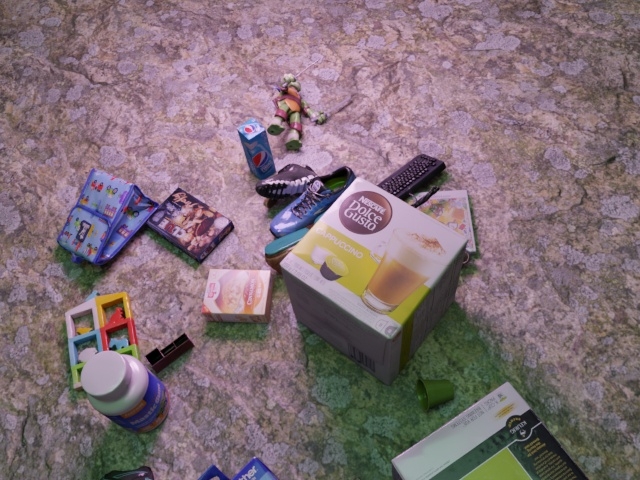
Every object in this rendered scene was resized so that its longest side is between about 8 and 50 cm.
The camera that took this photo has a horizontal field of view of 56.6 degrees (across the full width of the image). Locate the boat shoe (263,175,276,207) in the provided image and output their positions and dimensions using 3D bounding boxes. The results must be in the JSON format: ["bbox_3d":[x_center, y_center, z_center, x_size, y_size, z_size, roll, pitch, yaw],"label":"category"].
[{"bbox_3d":[-0.159,-0.159,1.932,0.045,0.050,0.135,12,51,18],"label":"boat shoe"}]

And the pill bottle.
[{"bbox_3d":[-0.494,0.382,1.507,0.152,0.272,0.153,-3,59,5],"label":"pill bottle"}]

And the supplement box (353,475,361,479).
[{"bbox_3d":[0.100,0.617,1.422,0.055,0.043,0.083,-41,63,-17],"label":"supplement box"}]

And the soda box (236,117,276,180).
[{"bbox_3d":[-0.204,-0.291,1.920,0.067,0.210,0.071,-37,61,-15],"label":"soda box"}]

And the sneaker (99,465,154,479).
[{"bbox_3d":[-0.535,0.642,1.474,0.267,0.101,0.106,-15,36,-1],"label":"sneaker"}]

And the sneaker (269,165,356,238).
[{"bbox_3d":[-0.026,-0.126,1.835,0.330,0.147,0.130,-38,61,-15],"label":"sneaker"}]

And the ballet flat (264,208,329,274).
[{"bbox_3d":[0.000,0.000,1.767,0.342,0.124,0.116,-30,31,-4],"label":"ballet flat"}]

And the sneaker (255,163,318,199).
[{"bbox_3d":[-0.110,-0.194,1.898,0.234,0.078,0.106,-11,54,-28],"label":"sneaker"}]

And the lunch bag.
[{"bbox_3d":[-0.696,-0.053,1.888,0.220,0.138,0.293,20,73,32],"label":"lunch bag"}]

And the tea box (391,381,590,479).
[{"bbox_3d":[0.381,0.559,1.320,0.328,0.220,0.324,-29,59,-11],"label":"tea box"}]

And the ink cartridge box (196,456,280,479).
[{"bbox_3d":[-0.146,0.694,1.348,0.395,0.151,0.270,38,70,27],"label":"ink cartridge box"}]

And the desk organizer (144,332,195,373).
[{"bbox_3d":[-0.425,0.311,1.672,0.130,0.050,0.047,-37,61,-15],"label":"desk organizer"}]

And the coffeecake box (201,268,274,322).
[{"bbox_3d":[-0.238,0.161,1.731,0.185,0.068,0.143,0,60,8],"label":"coffeecake box"}]

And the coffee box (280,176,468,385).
[{"bbox_3d":[0.142,0.108,1.556,0.337,0.338,0.334,33,67,23],"label":"coffee box"}]

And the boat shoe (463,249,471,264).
[{"bbox_3d":[0.343,0.050,1.713,0.183,0.066,0.066,-1,95,5],"label":"boat shoe"}]

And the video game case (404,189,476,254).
[{"bbox_3d":[0.356,-0.053,1.813,0.206,0.026,0.227,-3,59,5],"label":"video game case"}]

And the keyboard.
[{"bbox_3d":[0.265,-0.158,1.856,0.317,0.033,0.201,-38,45,-15],"label":"keyboard"}]

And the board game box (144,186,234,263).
[{"bbox_3d":[-0.420,-0.052,1.899,0.243,0.042,0.165,30,67,23],"label":"board game box"}]

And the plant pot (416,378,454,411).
[{"bbox_3d":[0.298,0.389,1.524,0.079,0.083,0.083,-7,57,-11],"label":"plant pot"}]

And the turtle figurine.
[{"bbox_3d":[-0.064,-0.463,2.019,0.274,0.198,0.267,6,63,15],"label":"turtle figurine"}]

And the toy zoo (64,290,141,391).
[{"bbox_3d":[-0.639,0.271,1.735,0.192,0.030,0.293,-19,59,-5],"label":"toy zoo"}]
